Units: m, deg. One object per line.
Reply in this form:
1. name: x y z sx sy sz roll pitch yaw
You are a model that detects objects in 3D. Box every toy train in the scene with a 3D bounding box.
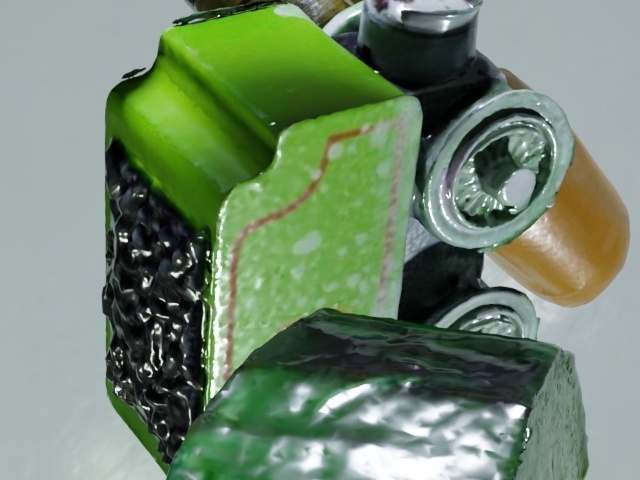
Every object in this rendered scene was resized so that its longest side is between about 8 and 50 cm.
1. toy train: 0.000 0.000 0.934 0.173 0.249 0.307 45 141 43

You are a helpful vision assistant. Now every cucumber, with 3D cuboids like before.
1. cucumber: 0.027 0.117 0.606 0.130 0.191 0.191 8 103 20

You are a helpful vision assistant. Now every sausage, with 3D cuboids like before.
1. sausage: 0.165 -0.053 1.396 0.134 0.354 0.116 -47 52 2

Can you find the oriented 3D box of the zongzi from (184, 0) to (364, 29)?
1. zongzi: -0.010 -0.321 1.891 0.288 0.134 0.286 -37 74 -20
